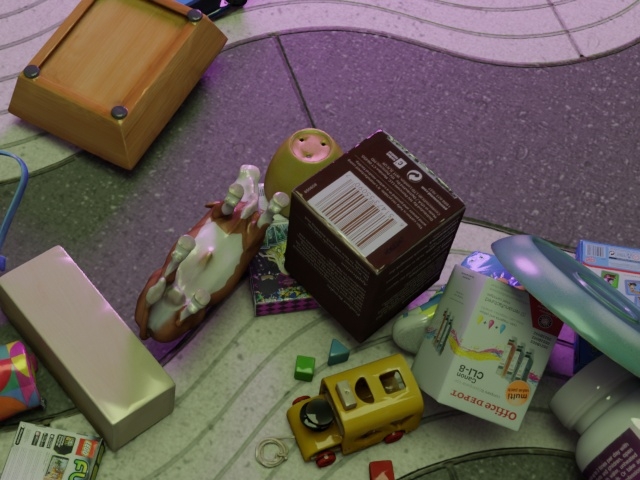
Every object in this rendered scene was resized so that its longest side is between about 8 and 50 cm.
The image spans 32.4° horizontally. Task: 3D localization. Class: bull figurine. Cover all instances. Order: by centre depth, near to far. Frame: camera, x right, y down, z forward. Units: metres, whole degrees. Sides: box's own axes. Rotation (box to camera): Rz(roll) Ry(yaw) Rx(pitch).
[{"bbox_3d":[-0.139,0.008,1.489,0.101,0.188,0.310,34,62,-4],"label":"bull figurine"}]

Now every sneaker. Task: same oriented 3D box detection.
[{"bbox_3d":[0.205,0.086,1.586,0.240,0.091,0.126,-11,41,-11],"label":"sneaker"}]

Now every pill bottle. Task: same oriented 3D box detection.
[{"bbox_3d":[0.437,0.290,1.413,0.169,0.169,0.301,-29,65,-21],"label":"pill bottle"}]

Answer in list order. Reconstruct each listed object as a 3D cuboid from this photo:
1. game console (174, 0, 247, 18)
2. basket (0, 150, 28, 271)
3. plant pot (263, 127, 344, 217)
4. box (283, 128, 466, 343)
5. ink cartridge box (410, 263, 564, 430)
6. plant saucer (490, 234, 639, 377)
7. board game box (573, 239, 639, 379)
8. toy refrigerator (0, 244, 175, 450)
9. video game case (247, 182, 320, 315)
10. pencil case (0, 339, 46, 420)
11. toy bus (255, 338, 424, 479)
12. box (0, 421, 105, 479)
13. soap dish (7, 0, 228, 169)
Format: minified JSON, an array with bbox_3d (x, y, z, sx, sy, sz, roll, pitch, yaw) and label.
[{"bbox_3d":[-0.250,-0.522,1.874,0.173,0.250,0.293,-15,57,-45],"label":"game console"},{"bbox_3d":[-0.551,-0.007,1.476,0.255,0.201,0.289,16,89,4],"label":"basket"},{"bbox_3d":[-0.016,-0.108,1.620,0.134,0.095,0.134,2,54,-3],"label":"plant pot"},{"bbox_3d":[0.067,-0.005,1.497,0.167,0.203,0.168,-37,69,-24],"label":"box"},{"bbox_3d":[0.218,0.140,1.455,0.128,0.127,0.176,22,92,-15],"label":"ink cartridge box"},{"bbox_3d":[0.361,0.086,1.432,0.317,0.317,0.044,41,103,19],"label":"plant saucer"},{"bbox_3d":[0.452,0.107,1.608,0.160,0.039,0.211,9,57,1],"label":"board game box"},{"bbox_3d":[-0.317,0.144,1.487,0.102,0.094,0.269,-33,67,-28],"label":"toy refrigerator"},{"bbox_3d":[0.000,0.000,1.633,0.232,0.042,0.210,-7,58,-10],"label":"video game case"},{"bbox_3d":[-0.478,0.208,1.430,0.236,0.104,0.104,-18,61,-18],"label":"pencil case"},{"bbox_3d":[0.036,0.222,1.459,0.191,0.104,0.202,21,58,9],"label":"toy bus"},{"bbox_3d":[-0.356,0.339,1.390,0.114,0.036,0.207,11,57,2],"label":"box"},{"bbox_3d":[-0.316,-0.275,1.722,0.229,0.118,0.291,26,64,12],"label":"soap dish"}]
